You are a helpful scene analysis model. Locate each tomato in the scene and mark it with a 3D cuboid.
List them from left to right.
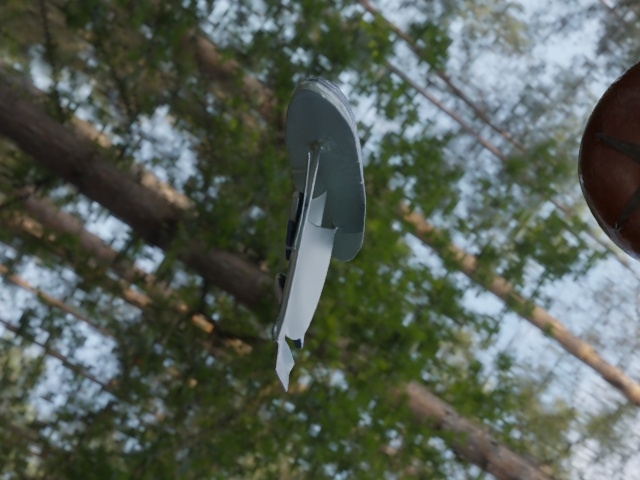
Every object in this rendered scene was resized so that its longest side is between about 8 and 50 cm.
[{"bbox_3d":[0.443,-0.096,1.562,0.265,0.265,0.265,-34,-141,33],"label":"tomato"}]

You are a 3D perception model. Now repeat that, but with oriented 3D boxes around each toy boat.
[{"bbox_3d":[0.002,0.000,0.596,0.034,0.105,0.149,-4,-110,11],"label":"toy boat"}]
